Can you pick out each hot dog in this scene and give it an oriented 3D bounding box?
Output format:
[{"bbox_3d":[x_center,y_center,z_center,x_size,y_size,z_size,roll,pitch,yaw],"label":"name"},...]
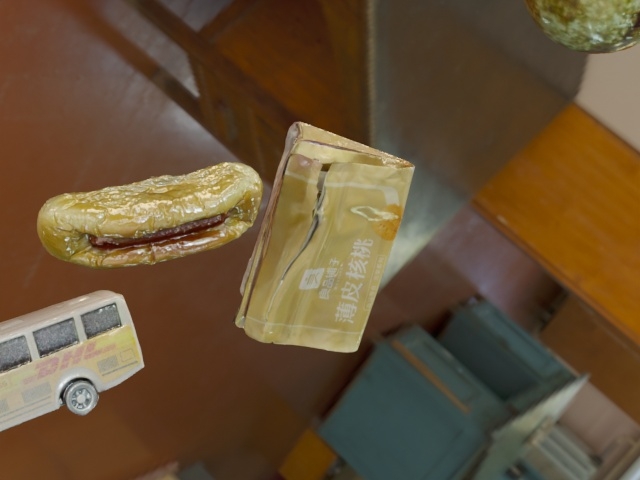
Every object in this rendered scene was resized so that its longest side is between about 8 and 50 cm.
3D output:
[{"bbox_3d":[-0.174,-0.020,1.260,0.242,0.073,0.084,-11,134,-16],"label":"hot dog"}]

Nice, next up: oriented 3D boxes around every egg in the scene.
[{"bbox_3d":[0.431,-0.403,1.781,0.289,0.238,0.238,-23,149,-40],"label":"egg"}]

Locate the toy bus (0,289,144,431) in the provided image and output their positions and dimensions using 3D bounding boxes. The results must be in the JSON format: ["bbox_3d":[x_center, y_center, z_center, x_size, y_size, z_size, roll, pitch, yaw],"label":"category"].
[{"bbox_3d":[-0.381,0.167,1.426,0.342,0.097,0.138,-18,103,-30],"label":"toy bus"}]

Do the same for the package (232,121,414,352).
[{"bbox_3d":[-0.014,0.006,1.784,0.165,0.221,0.311,-35,146,-67],"label":"package"}]
